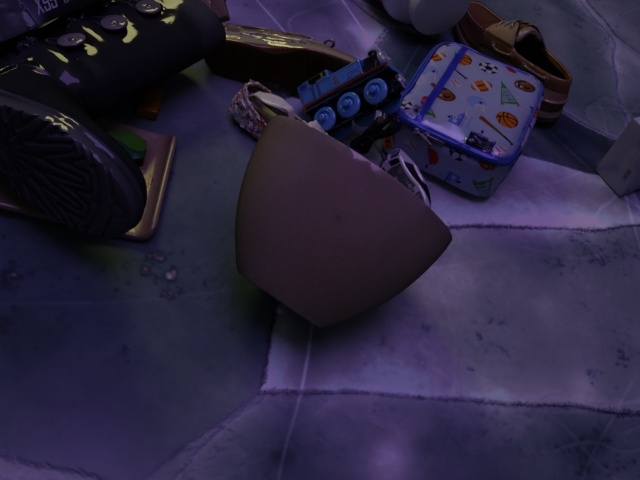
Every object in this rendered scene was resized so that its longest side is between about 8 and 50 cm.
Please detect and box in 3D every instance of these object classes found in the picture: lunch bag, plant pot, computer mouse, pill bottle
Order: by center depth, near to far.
[{"bbox_3d":[0.000,0.000,0.972,0.284,0.284,0.191,33,85,9],"label":"plant pot"},{"bbox_3d":[0.124,-0.107,1.199,0.042,0.106,0.193,-7,64,-47],"label":"computer mouse"},{"bbox_3d":[0.246,-0.221,1.311,0.243,0.115,0.303,28,48,8],"label":"lunch bag"},{"bbox_3d":[0.177,-0.571,1.526,0.182,0.181,0.323,-8,55,-24],"label":"pill bottle"}]

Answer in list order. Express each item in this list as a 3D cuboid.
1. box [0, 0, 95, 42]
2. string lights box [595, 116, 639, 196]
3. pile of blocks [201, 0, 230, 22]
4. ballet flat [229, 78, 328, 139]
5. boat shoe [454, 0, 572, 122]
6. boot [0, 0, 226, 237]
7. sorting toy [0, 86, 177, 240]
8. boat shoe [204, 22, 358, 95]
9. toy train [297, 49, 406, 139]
[{"bbox_3d":[-0.485,-0.382,1.126,0.307,0.076,0.242,14,40,33],"label":"box"},{"bbox_3d":[0.654,-0.176,1.394,0.260,0.133,0.076,-15,58,-29],"label":"string lights box"},{"bbox_3d":[-0.323,-0.481,1.352,0.362,0.149,0.112,35,6,-1],"label":"pile of blocks"},{"bbox_3d":[-0.045,-0.172,1.192,0.241,0.077,0.091,34,49,10],"label":"ballet flat"},{"bbox_3d":[0.390,-0.377,1.479,0.123,0.120,0.324,-15,58,-29],"label":"boat shoe"},{"bbox_3d":[-0.280,-0.219,1.077,0.367,0.146,0.445,30,40,12],"label":"boot"},{"bbox_3d":[-0.330,-0.144,1.096,0.229,0.041,0.307,11,49,-10],"label":"sorting toy"},{"bbox_3d":[-0.053,-0.320,1.293,0.285,0.104,0.089,13,48,-6],"label":"boat shoe"},{"bbox_3d":[0.052,-0.240,1.224,0.080,0.184,0.105,16,54,-57],"label":"toy train"}]
